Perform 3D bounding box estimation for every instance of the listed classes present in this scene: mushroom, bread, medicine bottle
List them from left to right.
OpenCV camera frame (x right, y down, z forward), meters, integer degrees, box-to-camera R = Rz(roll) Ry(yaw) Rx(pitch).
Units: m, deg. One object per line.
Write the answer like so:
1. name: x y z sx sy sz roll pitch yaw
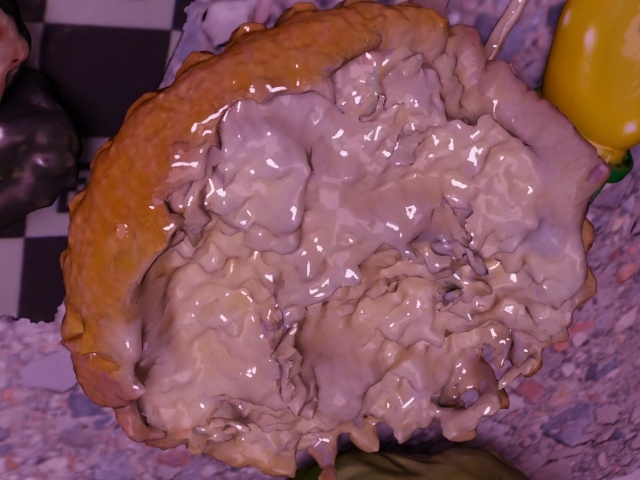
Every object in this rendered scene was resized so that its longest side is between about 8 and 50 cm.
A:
1. bread: 0.000 0.000 0.536 0.274 0.149 0.274 -10 124 -16
2. mushroom: 0.065 -0.065 0.616 0.028 0.026 0.286 20 117 -19
3. medicine bottle: 0.166 -0.089 0.608 0.111 0.076 0.309 12 118 -30

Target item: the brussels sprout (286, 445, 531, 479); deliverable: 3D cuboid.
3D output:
1. brussels sprout: 0.051 0.266 0.724 0.294 0.227 0.259 -38 156 -44

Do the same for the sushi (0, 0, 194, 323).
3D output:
1. sushi: -0.197 -0.090 0.431 0.320 0.069 0.339 14 118 -34
